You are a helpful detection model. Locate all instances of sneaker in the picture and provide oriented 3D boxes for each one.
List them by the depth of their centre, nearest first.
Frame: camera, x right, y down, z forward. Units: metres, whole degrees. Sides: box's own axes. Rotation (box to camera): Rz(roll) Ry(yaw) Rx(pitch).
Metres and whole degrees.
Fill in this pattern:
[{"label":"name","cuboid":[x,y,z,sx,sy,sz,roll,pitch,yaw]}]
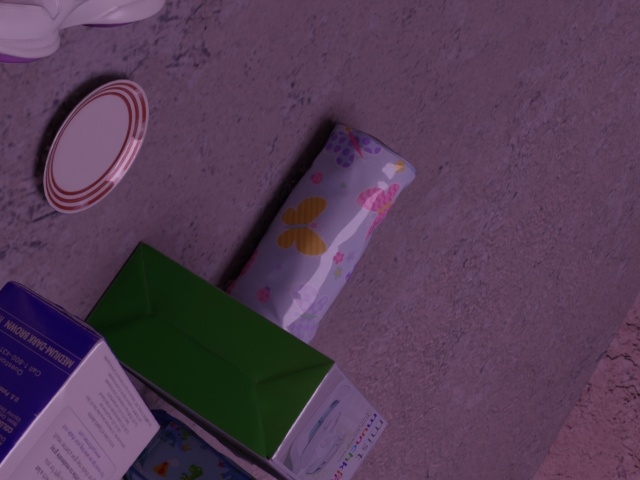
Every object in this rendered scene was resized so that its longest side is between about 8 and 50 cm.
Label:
[{"label":"sneaker","cuboid":[-0.221,-0.231,1.425,0.305,0.114,0.152,-37,142,-59]}]

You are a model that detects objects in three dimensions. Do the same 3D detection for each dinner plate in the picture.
[{"label":"dinner plate","cuboid":[-0.213,-0.090,1.690,0.141,0.017,0.141,-42,150,-32]}]

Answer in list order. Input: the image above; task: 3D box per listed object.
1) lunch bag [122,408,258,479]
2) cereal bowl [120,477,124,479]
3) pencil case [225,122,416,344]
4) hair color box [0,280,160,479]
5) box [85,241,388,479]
[{"label":"lunch bag","cuboid":[-0.131,0.295,2.036,0.090,0.219,0.176,-48,156,-20]},{"label":"cereal bowl","cuboid":[-0.204,0.356,1.859,0.141,0.339,0.339,-37,151,-9]},{"label":"pencil case","cuboid":[0.000,0.000,2.075,0.273,0.113,0.124,-58,154,-3]},{"label":"hair color box","cuboid":[-0.283,0.219,1.398,0.339,0.110,0.185,-54,156,-18]},{"label":"box","cuboid":[-0.088,0.149,1.902,0.127,0.262,0.231,-56,154,-8]}]
